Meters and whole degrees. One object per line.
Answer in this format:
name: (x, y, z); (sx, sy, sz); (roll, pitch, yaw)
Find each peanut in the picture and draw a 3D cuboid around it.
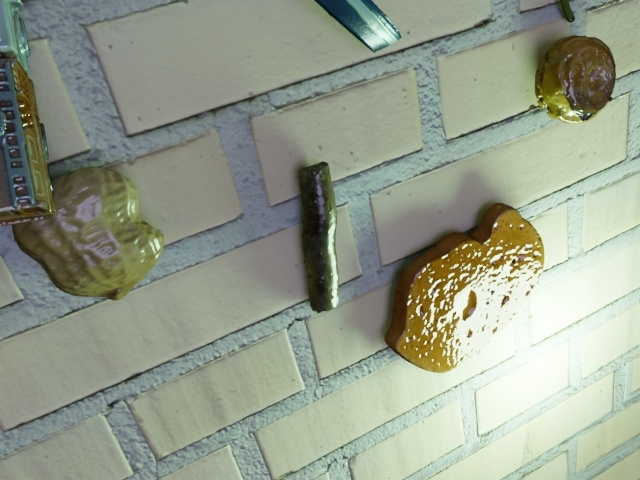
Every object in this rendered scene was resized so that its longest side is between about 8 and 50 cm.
peanut: (-0.362, -0.002, 0.920); (0.196, 0.110, 0.233); (-31, 120, -12)

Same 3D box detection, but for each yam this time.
yam: (0.000, 0.000, 1.130); (0.071, 0.067, 0.318); (-32, 126, -45)

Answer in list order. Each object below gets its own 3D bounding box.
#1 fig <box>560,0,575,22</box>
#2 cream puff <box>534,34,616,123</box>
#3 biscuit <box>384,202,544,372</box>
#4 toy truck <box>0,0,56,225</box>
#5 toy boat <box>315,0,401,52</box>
fig: (0.515, -0.558, 1.144); (0.149, 0.149, 0.245); (-16, 137, -21)
cream puff: (0.539, -0.341, 1.223); (0.188, 0.129, 0.189); (-5, 105, -20)
biscuit: (0.346, 0.128, 1.358); (0.455, 0.078, 0.350); (-32, 119, -12)
toy truck: (-0.434, -0.172, 0.736); (0.136, 0.162, 0.306); (-10, 94, -23)
toy boat: (0.027, -0.411, 0.955); (0.299, 0.096, 0.062); (29, 107, -36)
